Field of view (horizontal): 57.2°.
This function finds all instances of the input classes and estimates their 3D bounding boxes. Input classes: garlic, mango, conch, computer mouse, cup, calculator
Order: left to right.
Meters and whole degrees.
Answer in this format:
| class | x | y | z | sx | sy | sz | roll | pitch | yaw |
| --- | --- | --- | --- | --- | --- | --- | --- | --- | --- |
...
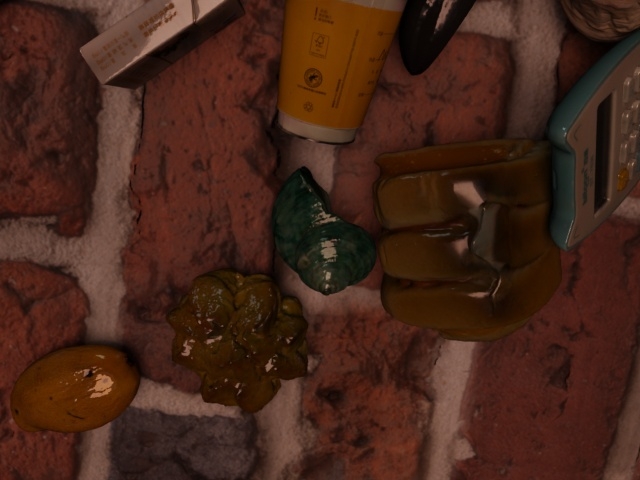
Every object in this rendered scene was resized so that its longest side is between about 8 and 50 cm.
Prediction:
| class | x | y | z | sx | sy | sz | roll | pitch | yaw |
| --- | --- | --- | --- | --- | --- | --- | --- | --- | --- |
| mango | -0.446 | 0.272 | 1.043 | 0.262 | 0.109 | 0.157 | -24 | 104 | 7 |
| conch | -0.001 | 0.003 | 0.947 | 0.134 | 0.202 | 0.196 | -42 | 132 | 1 |
| cup | 0.022 | -0.296 | 0.877 | 0.196 | 0.196 | 0.279 | 13 | 117 | -2 |
| computer mouse | 0.191 | -0.384 | 0.882 | 0.086 | 0.137 | 0.269 | 32 | 106 | -10 |
| garlic | 0.410 | -0.409 | 0.867 | 0.212 | 0.219 | 0.218 | 25 | 102 | 26 |
| calculator | 0.443 | -0.170 | 0.862 | 0.386 | 0.054 | 0.256 | -37 | 130 | -24 |

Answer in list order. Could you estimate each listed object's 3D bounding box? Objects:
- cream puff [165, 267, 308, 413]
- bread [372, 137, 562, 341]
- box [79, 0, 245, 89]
| class | x | y | z | sx | sy | sz | roll | pitch | yaw |
| --- | --- | --- | --- | --- | --- | --- | --- | --- | --- |
| cream puff | -0.135 | 0.167 | 0.993 | 0.244 | 0.196 | 0.244 | -11 | 126 | -15 |
| bread | 0.234 | 0.012 | 0.932 | 0.301 | 0.210 | 0.341 | 0 | 102 | 3 |
| box | -0.233 | -0.324 | 0.900 | 0.233 | 0.149 | 0.067 | -32 | 102 | 7 |
